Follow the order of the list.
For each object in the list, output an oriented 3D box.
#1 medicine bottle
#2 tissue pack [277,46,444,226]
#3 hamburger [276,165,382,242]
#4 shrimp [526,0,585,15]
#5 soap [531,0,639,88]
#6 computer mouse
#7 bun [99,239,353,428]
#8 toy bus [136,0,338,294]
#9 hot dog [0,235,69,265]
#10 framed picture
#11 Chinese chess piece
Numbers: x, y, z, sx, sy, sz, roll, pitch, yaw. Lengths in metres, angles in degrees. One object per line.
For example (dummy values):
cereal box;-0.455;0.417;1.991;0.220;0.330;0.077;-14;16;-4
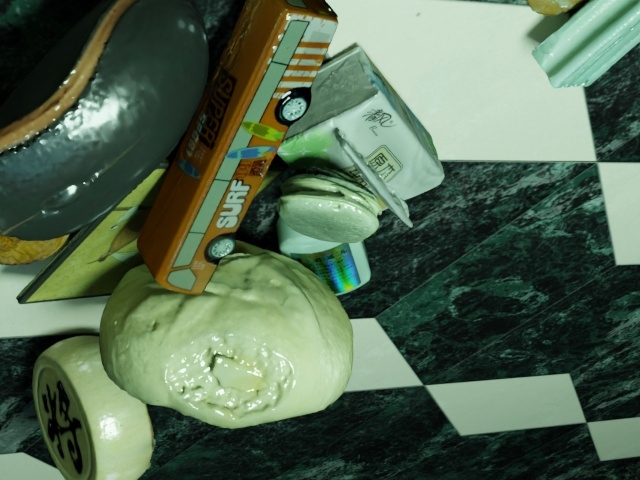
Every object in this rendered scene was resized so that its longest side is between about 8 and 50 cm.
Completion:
medicine bottle;0.000;0.000;1.481;0.121;0.083;0.229;-11;149;6
tissue pack;0.050;-0.109;1.280;0.159;0.145;0.229;-26;146;16
hamburger;0.010;-0.043;1.232;0.133;0.062;0.140;17;160;-8
shrimp;0.310;-0.329;1.154;0.091;0.043;0.184;12;140;-31
soap;0.364;-0.272;1.216;0.198;0.063;0.114;-41;164;33
computer mouse;-0.236;-0.126;1.056;0.323;0.116;0.183;-49;147;-3
bun;-0.127;0.106;1.400;0.364;0.364;0.202;2;106;-26
toy bus;-0.106;-0.110;1.173;0.092;0.093;0.409;3;127;-40
hot dog;-0.402;-0.057;1.195;0.196;0.122;0.272;-18;163;5
framed picture;-0.231;-0.009;1.368;0.338;0.014;0.255;-39;158;33
Chinese chess piece;-0.367;0.279;1.590;0.104;0.257;0.257;-17;153;-35
